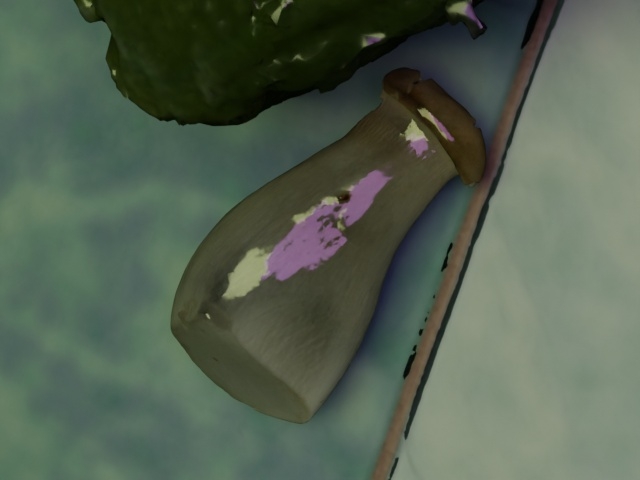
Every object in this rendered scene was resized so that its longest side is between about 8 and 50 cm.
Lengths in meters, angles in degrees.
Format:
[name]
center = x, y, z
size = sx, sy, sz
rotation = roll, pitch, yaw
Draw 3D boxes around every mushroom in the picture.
[mushroom]
center = 0.000, 0.000, 0.729
size = 0.116, 0.093, 0.225
rotation = 34, 93, 4

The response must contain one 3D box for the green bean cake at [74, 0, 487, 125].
[green bean cake]
center = -0.008, -0.242, 0.641
size = 0.319, 0.218, 0.335
rotation = -27, 92, 25
